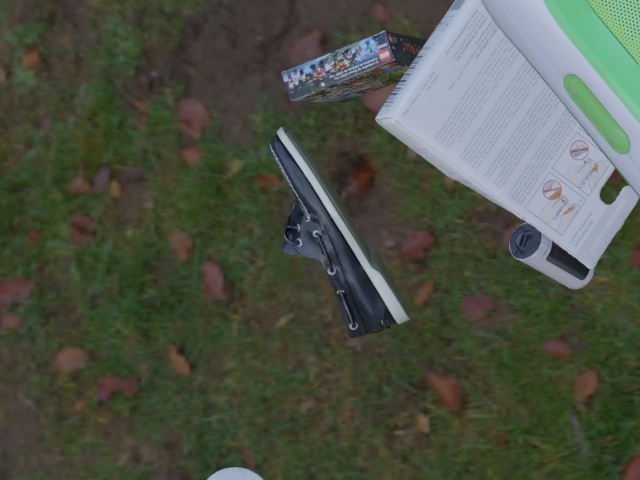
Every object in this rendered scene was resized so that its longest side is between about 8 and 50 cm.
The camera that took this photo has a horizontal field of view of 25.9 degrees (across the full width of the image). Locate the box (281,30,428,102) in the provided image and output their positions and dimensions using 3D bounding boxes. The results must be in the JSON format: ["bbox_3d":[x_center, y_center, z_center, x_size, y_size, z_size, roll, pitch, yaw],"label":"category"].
[{"bbox_3d":[0.060,-0.243,1.978,0.159,0.233,0.044,-19,88,20],"label":"box"}]

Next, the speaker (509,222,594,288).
[{"bbox_3d":[0.320,0.022,1.925,0.055,0.136,0.055,-22,56,36],"label":"speaker"}]

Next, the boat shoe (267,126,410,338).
[{"bbox_3d":[0.000,-0.001,2.023,0.113,0.127,0.340,-31,109,9],"label":"boat shoe"}]

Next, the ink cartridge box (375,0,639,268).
[{"bbox_3d":[0.187,-0.112,1.184,0.181,0.224,0.056,-55,17,-3],"label":"ink cartridge box"}]

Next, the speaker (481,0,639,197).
[{"bbox_3d":[0.215,-0.087,0.804,0.131,0.131,0.296,-42,78,23],"label":"speaker"}]

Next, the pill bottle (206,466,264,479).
[{"bbox_3d":[-0.087,0.293,1.374,0.094,0.094,0.169,50,154,26],"label":"pill bottle"}]
